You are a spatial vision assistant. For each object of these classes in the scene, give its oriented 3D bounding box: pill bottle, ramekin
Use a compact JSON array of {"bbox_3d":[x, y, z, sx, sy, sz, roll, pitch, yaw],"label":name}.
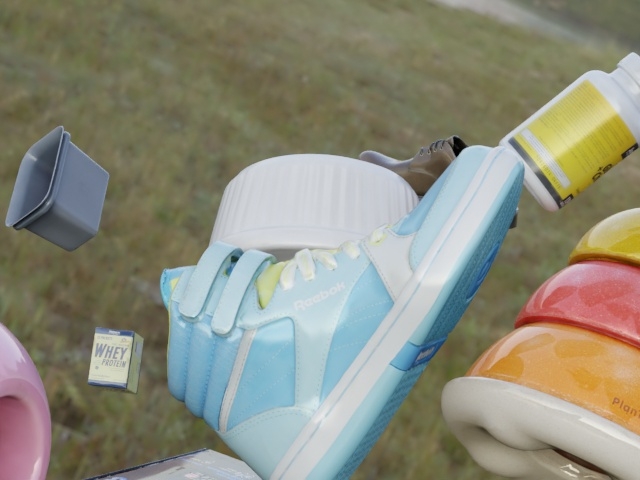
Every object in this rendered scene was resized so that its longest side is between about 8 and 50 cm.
[{"bbox_3d":[0.297,-0.124,1.789,0.103,0.184,0.103,51,4,-5],"label":"pill bottle"},{"bbox_3d":[0.000,0.000,1.859,0.272,0.127,0.273,4,-22,2],"label":"ramekin"}]

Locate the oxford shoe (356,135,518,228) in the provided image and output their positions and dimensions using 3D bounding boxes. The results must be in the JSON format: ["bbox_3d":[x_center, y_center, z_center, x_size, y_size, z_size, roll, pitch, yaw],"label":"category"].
[{"bbox_3d":[0.140,-0.085,1.922,0.227,0.096,0.083,14,18,29],"label":"oxford shoe"}]

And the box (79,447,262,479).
[{"bbox_3d":[-0.189,0.356,2.059,0.293,0.073,0.295,-9,11,-35],"label":"box"}]

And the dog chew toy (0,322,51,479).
[{"bbox_3d":[-0.354,0.124,1.101,0.331,0.207,0.206,7,4,23],"label":"dog chew toy"}]

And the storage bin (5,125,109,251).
[{"bbox_3d":[-0.319,-0.052,1.959,0.091,0.098,0.135,37,39,-30],"label":"storage bin"}]

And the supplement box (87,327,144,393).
[{"bbox_3d":[-0.290,0.172,2.283,0.056,0.083,0.083,5,-11,6],"label":"supplement box"}]

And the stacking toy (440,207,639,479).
[{"bbox_3d":[0.388,0.086,1.896,0.350,0.480,0.350,26,-16,8],"label":"stacking toy"}]

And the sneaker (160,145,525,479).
[{"bbox_3d":[-0.002,0.027,1.215,0.208,0.319,0.127,35,4,15],"label":"sneaker"}]
